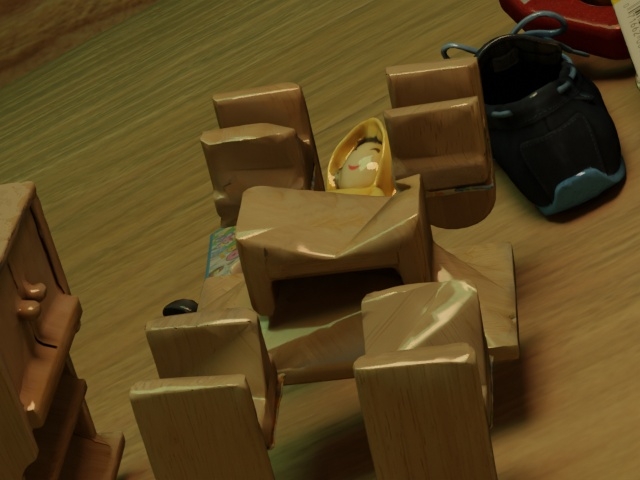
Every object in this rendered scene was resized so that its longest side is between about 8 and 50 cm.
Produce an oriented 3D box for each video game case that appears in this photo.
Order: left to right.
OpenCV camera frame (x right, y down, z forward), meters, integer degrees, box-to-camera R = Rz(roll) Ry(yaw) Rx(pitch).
[{"bbox_3d":[-0.058,0.003,1.540,0.119,0.015,0.166,-27,20,9],"label":"video game case"}]

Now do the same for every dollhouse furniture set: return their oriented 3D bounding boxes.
[{"bbox_3d":[-0.057,0.090,1.087,0.394,0.256,0.362,-7,33,9],"label":"dollhouse furniture set"}]

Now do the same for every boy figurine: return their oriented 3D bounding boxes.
[{"bbox_3d":[0.000,0.000,1.357,0.177,0.092,0.285,-8,33,53],"label":"boy figurine"}]

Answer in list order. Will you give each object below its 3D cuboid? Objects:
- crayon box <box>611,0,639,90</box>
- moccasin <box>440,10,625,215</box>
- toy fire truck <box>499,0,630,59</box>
[{"bbox_3d":[0.385,-0.240,1.243,0.318,0.081,0.202,-32,38,24],"label":"crayon box"},{"bbox_3d":[0.187,-0.134,1.370,0.137,0.117,0.342,-30,19,0],"label":"moccasin"},{"bbox_3d":[0.328,-0.274,1.478,0.302,0.169,0.254,-30,40,-4],"label":"toy fire truck"}]
